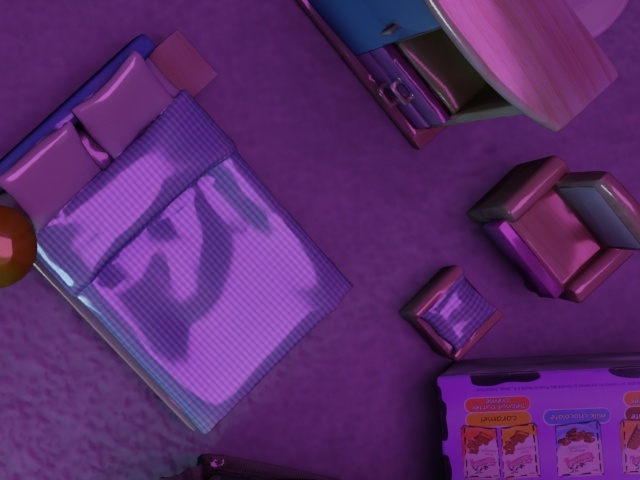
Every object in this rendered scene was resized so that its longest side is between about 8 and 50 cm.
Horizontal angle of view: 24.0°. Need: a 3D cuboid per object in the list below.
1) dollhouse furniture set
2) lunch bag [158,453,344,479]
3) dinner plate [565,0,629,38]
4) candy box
[{"bbox_3d":[0.000,0.000,0.811,0.303,0.198,0.286,-43,102,-11],"label":"dollhouse furniture set"},{"bbox_3d":[0.044,0.259,0.809,0.287,0.169,0.235,10,89,5],"label":"lunch bag"},{"bbox_3d":[0.142,-0.189,0.945,0.141,0.017,0.141,0,91,-16],"label":"dinner plate"},{"bbox_3d":[0.161,0.168,0.894,0.165,0.070,0.196,-3,93,14],"label":"candy box"}]
